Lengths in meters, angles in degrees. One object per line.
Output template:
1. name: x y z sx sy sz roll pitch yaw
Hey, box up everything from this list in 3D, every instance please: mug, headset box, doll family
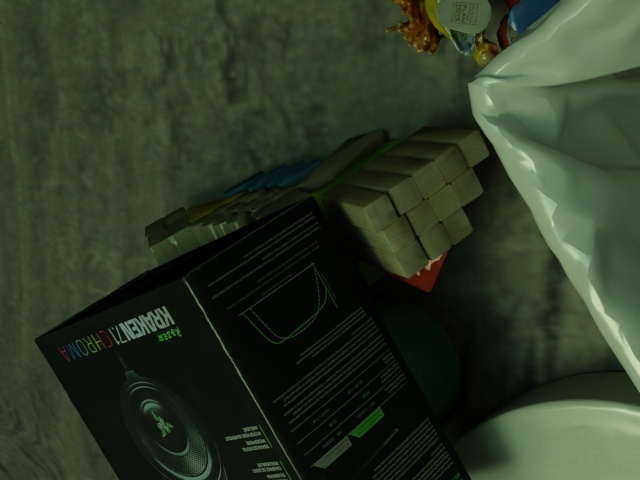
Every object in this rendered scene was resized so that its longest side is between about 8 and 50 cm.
1. mug: 0.028 0.122 0.881 0.158 0.097 0.129 -13 95 37
2. headset box: -0.048 0.144 0.784 0.246 0.131 0.283 -20 101 50
3. doll family: 0.093 -0.218 0.709 0.118 0.163 0.262 -6 100 4

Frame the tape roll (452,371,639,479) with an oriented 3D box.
1. tape roll: 0.244 0.293 0.790 0.392 0.072 0.392 10 109 33

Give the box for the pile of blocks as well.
1. pile of blocks: 0.000 0.000 0.862 0.362 0.149 0.112 -9 117 46

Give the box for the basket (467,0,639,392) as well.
1. basket: 0.322 -0.041 0.516 0.328 0.266 0.331 -35 81 37
